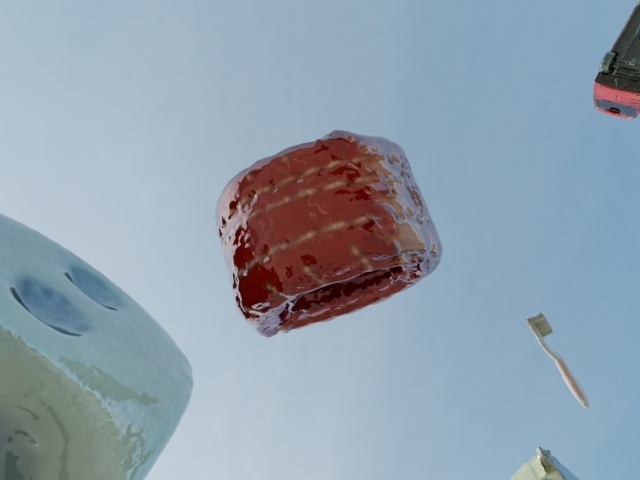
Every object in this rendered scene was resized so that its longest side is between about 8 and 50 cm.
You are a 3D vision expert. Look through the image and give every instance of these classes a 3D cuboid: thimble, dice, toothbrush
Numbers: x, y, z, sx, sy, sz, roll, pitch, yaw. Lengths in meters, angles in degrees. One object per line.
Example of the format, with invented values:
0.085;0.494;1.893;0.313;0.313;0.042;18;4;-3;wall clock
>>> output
0.004;-0.003;0.427;0.189;0.163;0.125;-26;-112;16;thimble
-0.286;0.144;0.383;0.264;0.262;0.268;42;-97;-8;dice
0.420;0.215;0.816;0.029;0.025;0.307;-32;-58;16;toothbrush

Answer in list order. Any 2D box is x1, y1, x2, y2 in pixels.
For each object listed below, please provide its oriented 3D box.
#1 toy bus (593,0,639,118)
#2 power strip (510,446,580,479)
0.482;-0.283;0.701;0.081;0.089;0.195;28;-96;31;toy bus
0.283;0.299;0.431;0.272;0.078;0.052;43;-80;-6;power strip
